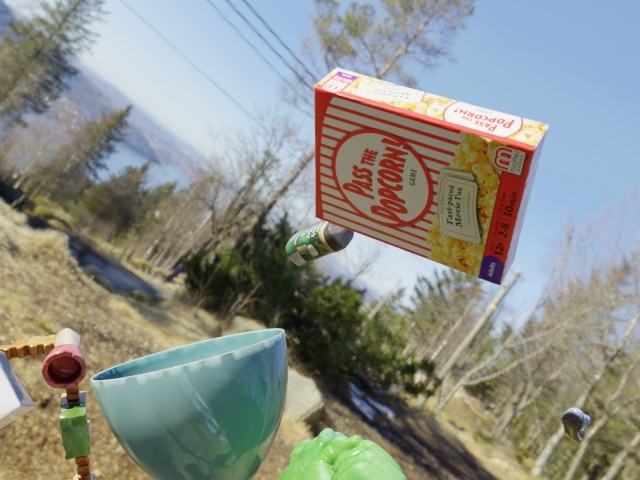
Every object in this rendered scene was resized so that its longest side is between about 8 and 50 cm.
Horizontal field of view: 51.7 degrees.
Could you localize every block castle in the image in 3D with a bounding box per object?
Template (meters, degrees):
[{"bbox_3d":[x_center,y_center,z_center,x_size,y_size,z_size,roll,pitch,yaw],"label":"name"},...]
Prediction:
[{"bbox_3d":[-0.632,0.431,1.385,0.302,0.454,0.213,-5,19,-17],"label":"block castle"}]

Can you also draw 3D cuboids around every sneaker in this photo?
[{"bbox_3d":[0.626,0.439,1.611,0.053,0.059,0.144,32,-23,36],"label":"sneaker"}]

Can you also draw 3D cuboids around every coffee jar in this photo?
[{"bbox_3d":[0.000,0.000,1.733,0.184,0.096,0.079,-22,-70,41],"label":"coffee jar"}]

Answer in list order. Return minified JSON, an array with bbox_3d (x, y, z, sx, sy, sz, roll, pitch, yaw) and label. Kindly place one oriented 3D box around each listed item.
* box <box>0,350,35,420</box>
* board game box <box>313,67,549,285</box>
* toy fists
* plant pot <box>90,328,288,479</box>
[{"bbox_3d":[-0.583,0.269,1.067,0.119,0.181,0.181,58,-21,3],"label":"box"},{"bbox_3d":[0.087,-0.057,0.586,0.193,0.045,0.147,21,-44,23],"label":"board game box"},{"bbox_3d":[0.011,0.302,0.812,0.096,0.142,0.279,53,-19,1],"label":"toy fists"},{"bbox_3d":[-0.174,0.261,0.987,0.290,0.290,0.196,44,32,-88],"label":"plant pot"}]
